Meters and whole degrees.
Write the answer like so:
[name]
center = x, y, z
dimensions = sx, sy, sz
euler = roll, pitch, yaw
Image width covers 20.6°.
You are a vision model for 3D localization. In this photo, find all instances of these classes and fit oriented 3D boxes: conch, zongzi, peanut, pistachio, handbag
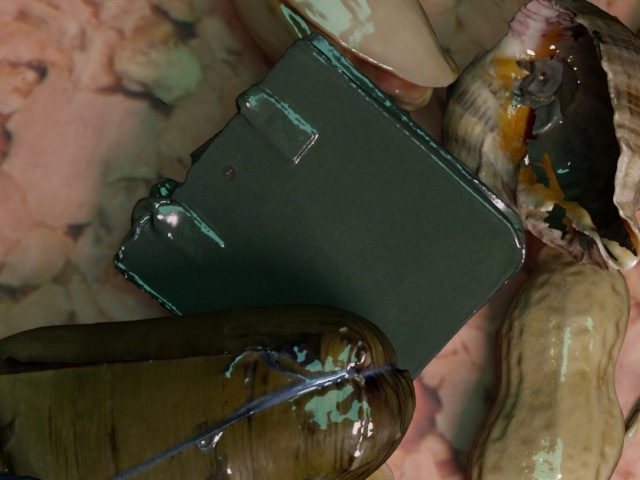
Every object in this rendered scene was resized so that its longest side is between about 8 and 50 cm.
[conch]
center = 0.215, -0.086, 1.432
dimensions = 0.159, 0.291, 0.210
euler = 6, 122, -34
[zongzi]
center = -0.083, 0.233, 1.311
dimensions = 0.323, 0.160, 0.360
euler = -6, 84, 17
[peanut]
center = 0.198, 0.124, 1.456
dimensions = 0.123, 0.123, 0.256
euler = 20, 72, -9
[pistachio]
center = 0.013, -0.185, 1.460
dimensions = 0.215, 0.144, 0.144
euler = 43, 73, 0
[handbag]
center = 0.000, 0.001, 1.388
dimensions = 0.260, 0.079, 0.247
euler = 41, 109, -3

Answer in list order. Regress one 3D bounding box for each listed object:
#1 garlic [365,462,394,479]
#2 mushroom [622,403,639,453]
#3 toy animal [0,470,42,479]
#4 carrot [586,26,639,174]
[garlic]
center = 0.009, 0.212, 1.414
dimensions = 0.113, 0.074, 0.094
euler = -1, 85, -19
[mushroom]
center = 0.216, 0.211, 1.491
dimensions = 0.028, 0.026, 0.286
euler = 45, 71, -18
[toy animal]
center = -0.311, 0.177, 1.282
dimensions = 0.176, 0.255, 0.239
euler = 2, 102, -33
[carrot]
center = 0.272, -0.114, 1.557
dimensions = 0.048, 0.048, 0.216
euler = 29, 79, -6
